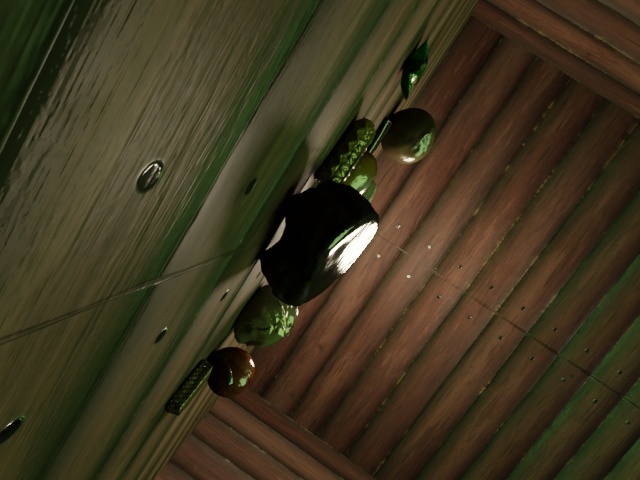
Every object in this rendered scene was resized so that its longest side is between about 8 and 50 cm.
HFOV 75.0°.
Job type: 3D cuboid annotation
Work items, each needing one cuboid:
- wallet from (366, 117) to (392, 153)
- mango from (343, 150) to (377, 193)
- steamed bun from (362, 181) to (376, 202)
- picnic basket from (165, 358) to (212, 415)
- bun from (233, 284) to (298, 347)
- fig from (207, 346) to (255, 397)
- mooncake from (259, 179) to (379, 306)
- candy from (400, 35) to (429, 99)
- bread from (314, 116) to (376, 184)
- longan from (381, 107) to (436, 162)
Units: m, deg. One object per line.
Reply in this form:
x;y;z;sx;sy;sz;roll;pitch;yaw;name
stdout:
0.282;-0.508;2.243;0.318;0.045;0.172;-56;175;19;wallet
0.092;-0.210;1.533;0.316;0.146;0.193;-48;165;-25;mango
0.162;-0.212;2.166;0.283;0.177;0.283;-61;180;0;steamed bun
-0.437;0.496;1.404;0.193;0.054;0.110;-51;174;-39;picnic basket
-0.207;0.320;1.729;0.282;0.204;0.281;-58;177;-5;bun
-0.353;0.499;1.611;0.205;0.205;0.205;-56;177;-5;fig
0.000;0.000;1.243;0.350;0.212;0.381;-11;145;-52;mooncake
0.361;-0.670;1.613;0.203;0.078;0.141;-68;-168;-20;candy
0.085;-0.272;1.321;0.087;0.098;0.270;23;-103;51;bread
0.501;-0.596;2.380;0.319;0.318;0.319;-56;177;-5;longan
